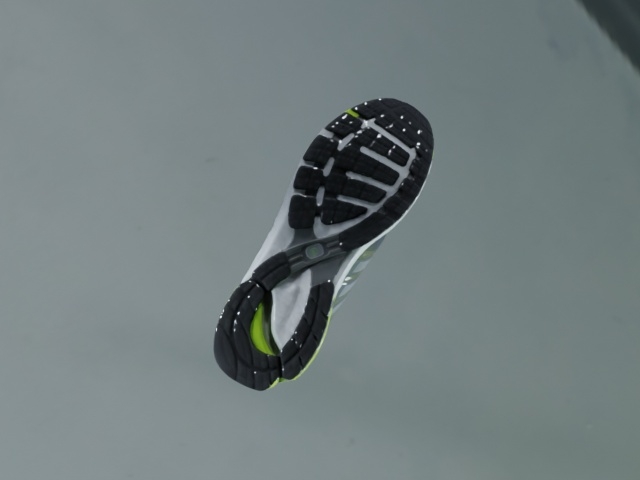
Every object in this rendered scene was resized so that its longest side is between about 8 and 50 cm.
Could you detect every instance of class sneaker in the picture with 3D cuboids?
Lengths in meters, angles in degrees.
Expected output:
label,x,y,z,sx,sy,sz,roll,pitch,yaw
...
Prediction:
label,x,y,z,sx,sy,sz,roll,pitch,yaw
sneaker,0.000,0.000,1.267,0.111,0.121,0.300,35,84,1
